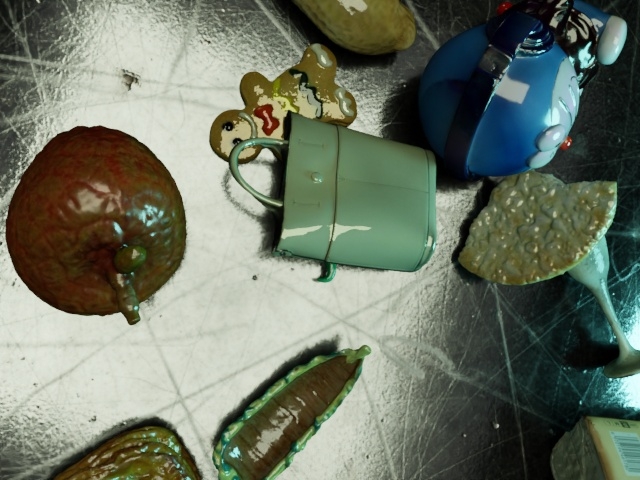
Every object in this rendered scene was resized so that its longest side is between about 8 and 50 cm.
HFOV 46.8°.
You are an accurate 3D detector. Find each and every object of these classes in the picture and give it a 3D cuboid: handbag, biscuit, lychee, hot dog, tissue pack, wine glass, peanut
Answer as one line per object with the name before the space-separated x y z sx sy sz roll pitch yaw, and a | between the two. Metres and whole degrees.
handbag | 0.014 -0.071 1.090 0.315 0.109 0.241 10 62 -13
biscuit | 0.327 -0.028 1.135 0.265 0.040 0.188 -24 62 30
lychee | -0.297 -0.017 0.991 0.255 0.300 0.255 -10 131 -12
hot dog | -0.297 0.383 1.042 0.259 0.114 0.175 -32 92 -10
biscuit | -0.062 -0.200 1.148 0.240 0.035 0.158 -32 91 -10
tissue pack | 0.528 0.423 1.148 0.306 0.238 0.238 8 86 -10
wine glass | 0.404 0.081 1.116 0.096 0.264 0.309 -24 92 29
peanut | 0.039 -0.378 1.129 0.137 0.122 0.253 -45 97 -17

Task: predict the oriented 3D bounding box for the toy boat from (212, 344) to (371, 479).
toy boat | -0.037 0.253 1.103 0.293 0.099 0.108 -44 95 -1

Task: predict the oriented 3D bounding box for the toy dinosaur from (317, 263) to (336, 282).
toy dinosaur | 0.000 0.000 1.143 0.096 0.059 0.132 -13 81 -2

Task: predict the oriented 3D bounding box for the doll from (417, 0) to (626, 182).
doll | 0.285 -0.229 1.105 0.240 0.284 0.310 30 63 18
